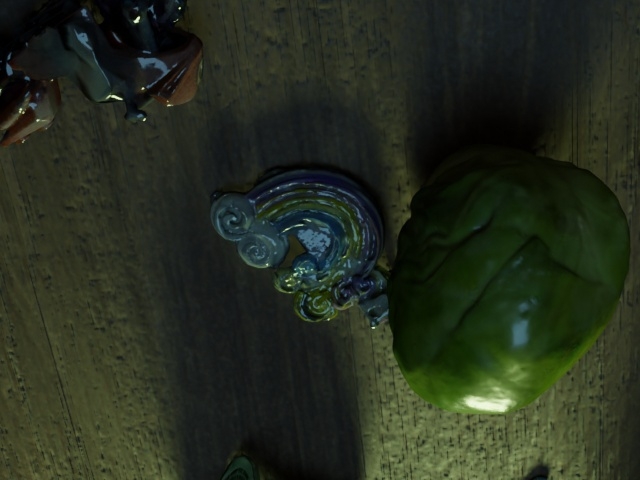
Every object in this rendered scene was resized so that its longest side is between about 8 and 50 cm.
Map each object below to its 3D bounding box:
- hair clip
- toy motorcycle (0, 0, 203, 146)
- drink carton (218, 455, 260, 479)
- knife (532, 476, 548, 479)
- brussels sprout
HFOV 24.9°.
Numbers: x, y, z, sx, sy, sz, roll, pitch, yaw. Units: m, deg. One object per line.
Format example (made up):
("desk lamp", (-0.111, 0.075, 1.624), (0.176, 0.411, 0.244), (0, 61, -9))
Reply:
("hair clip", (0.000, 0.000, 1.176), (0.116, 0.049, 0.172), (-42, 108, 12))
("toy motorcycle", (-0.171, -0.126, 1.059), (0.212, 0.084, 0.118), (-24, 124, 26))
("drink carton", (-0.026, 0.290, 1.334), (0.142, 0.146, 0.144), (16, 126, -21))
("knife", (0.184, 0.255, 1.378), (0.027, 0.010, 0.096), (29, 119, -18))
("brussels sprout", (0.133, 0.030, 1.085), (0.161, 0.223, 0.223), (20, 124, -8))
